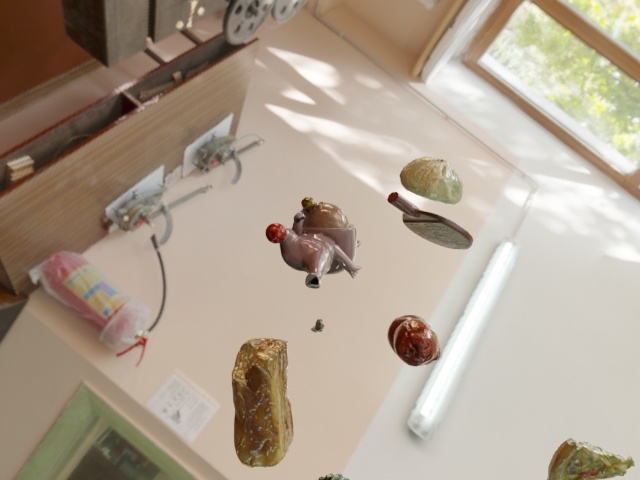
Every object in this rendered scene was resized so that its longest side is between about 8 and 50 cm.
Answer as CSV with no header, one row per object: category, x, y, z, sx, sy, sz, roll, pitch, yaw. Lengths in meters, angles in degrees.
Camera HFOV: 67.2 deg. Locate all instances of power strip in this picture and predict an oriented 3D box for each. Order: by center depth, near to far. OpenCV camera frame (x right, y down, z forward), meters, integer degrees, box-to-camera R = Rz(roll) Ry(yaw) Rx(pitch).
power strip,-0.012,0.355,1.990,0.035,0.055,0.083,0,148,-33

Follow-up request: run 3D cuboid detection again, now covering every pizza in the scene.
pizza,0.933,0.768,1.644,0.075,0.287,0.280,-86,169,-57

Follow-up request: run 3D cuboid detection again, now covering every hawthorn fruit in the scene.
hawthorn fruit,0.364,0.403,1.867,0.179,0.179,0.200,-52,169,19

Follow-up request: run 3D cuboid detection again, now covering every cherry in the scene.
cherry,0.409,0.449,2.111,0.206,0.239,0.239,-26,-176,15

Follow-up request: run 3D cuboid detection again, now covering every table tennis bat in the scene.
table tennis bat,0.415,-0.066,1.850,0.268,0.414,0.051,5,-113,57

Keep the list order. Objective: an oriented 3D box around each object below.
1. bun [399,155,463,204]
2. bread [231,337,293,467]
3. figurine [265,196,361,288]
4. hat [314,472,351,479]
bun,0.378,-0.209,1.608,0.220,0.220,0.134,-45,156,-67
bread,-0.167,0.449,1.355,0.195,0.148,0.344,-29,117,-75
figurine,0.000,0.000,1.069,0.287,0.176,0.186,-21,119,-63
hat,0.033,0.898,1.538,0.242,0.274,0.332,-43,149,-5
